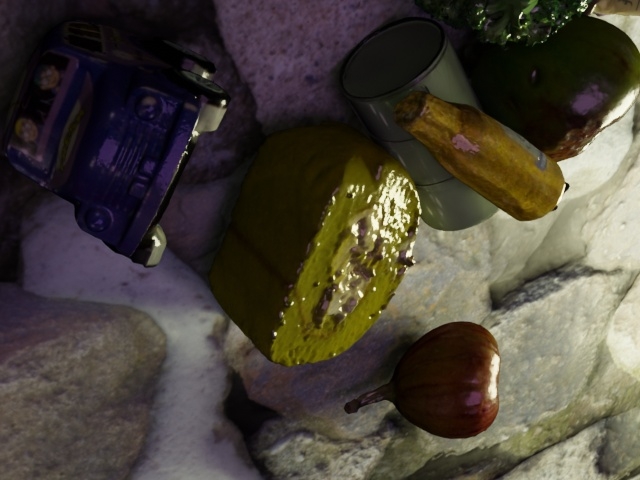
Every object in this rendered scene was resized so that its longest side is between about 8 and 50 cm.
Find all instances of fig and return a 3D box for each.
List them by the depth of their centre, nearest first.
[{"bbox_3d":[0.269,-0.180,0.986,0.191,0.181,0.181,26,103,-10],"label":"fig"},{"bbox_3d":[0.165,0.203,1.166,0.202,0.148,0.149,-29,108,29],"label":"fig"}]

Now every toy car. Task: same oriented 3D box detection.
[{"bbox_3d":[-0.187,-0.097,0.734,0.157,0.235,0.172,20,105,-24],"label":"toy car"}]

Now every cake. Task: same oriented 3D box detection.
[{"bbox_3d":[0.000,0.000,0.940,0.179,0.156,0.261,0,123,-48],"label":"cake"}]

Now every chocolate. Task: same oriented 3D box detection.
[{"bbox_3d":[0.162,-0.089,0.869,0.219,0.085,0.086,23,104,-37],"label":"chocolate"}]

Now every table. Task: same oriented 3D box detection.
[{"bbox_3d":[0.123,-0.126,0.956,0.126,0.126,0.220,-40,130,-4],"label":"table"}]

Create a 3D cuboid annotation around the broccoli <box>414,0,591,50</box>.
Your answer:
[{"bbox_3d":[0.185,-0.314,0.803,0.269,0.270,0.270,-2,106,-8],"label":"broccoli"}]

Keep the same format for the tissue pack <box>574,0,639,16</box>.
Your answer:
[{"bbox_3d":[0.404,-0.378,0.941,0.214,0.123,0.257,3,117,4],"label":"tissue pack"}]
